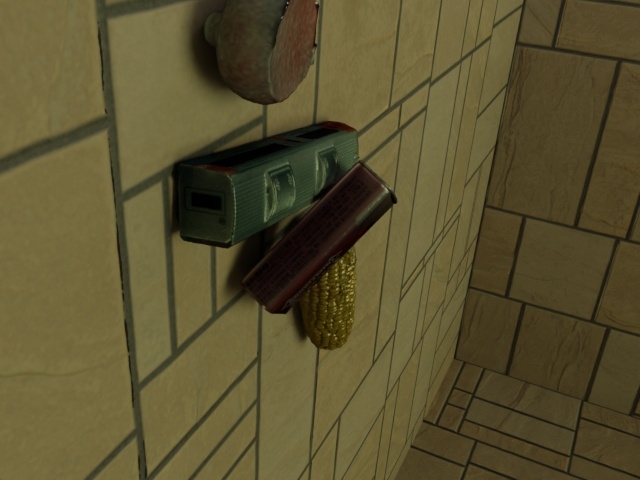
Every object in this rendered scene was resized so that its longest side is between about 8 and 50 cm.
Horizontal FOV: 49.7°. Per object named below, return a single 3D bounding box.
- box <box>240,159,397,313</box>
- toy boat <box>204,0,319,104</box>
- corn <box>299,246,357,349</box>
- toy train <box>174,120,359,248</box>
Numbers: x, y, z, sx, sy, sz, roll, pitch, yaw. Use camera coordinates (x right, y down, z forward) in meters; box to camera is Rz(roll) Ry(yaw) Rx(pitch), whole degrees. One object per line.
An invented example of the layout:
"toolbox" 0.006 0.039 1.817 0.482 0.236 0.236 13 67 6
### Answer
"box" 0.000 0.000 0.919 0.224 0.069 0.120 -45 170 0
"toy boat" -0.059 -0.233 0.751 0.227 0.085 0.155 -62 168 -59
"corn" 0.012 0.081 1.107 0.293 0.106 0.106 82 31 -48
"toy train" -0.036 -0.087 0.882 0.409 0.089 0.086 -32 129 -60
